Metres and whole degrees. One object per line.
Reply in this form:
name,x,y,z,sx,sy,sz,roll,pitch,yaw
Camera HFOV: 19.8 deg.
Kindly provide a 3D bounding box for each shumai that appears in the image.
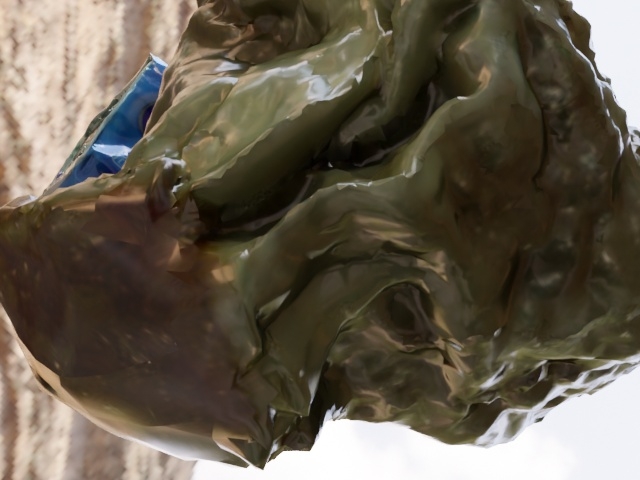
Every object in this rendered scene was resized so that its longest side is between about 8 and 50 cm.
shumai,0.000,0.000,0.684,0.225,0.222,0.261,45,-7,34

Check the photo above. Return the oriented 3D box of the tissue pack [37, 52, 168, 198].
tissue pack,-0.094,0.001,1.507,0.263,0.146,0.198,37,-30,-10
